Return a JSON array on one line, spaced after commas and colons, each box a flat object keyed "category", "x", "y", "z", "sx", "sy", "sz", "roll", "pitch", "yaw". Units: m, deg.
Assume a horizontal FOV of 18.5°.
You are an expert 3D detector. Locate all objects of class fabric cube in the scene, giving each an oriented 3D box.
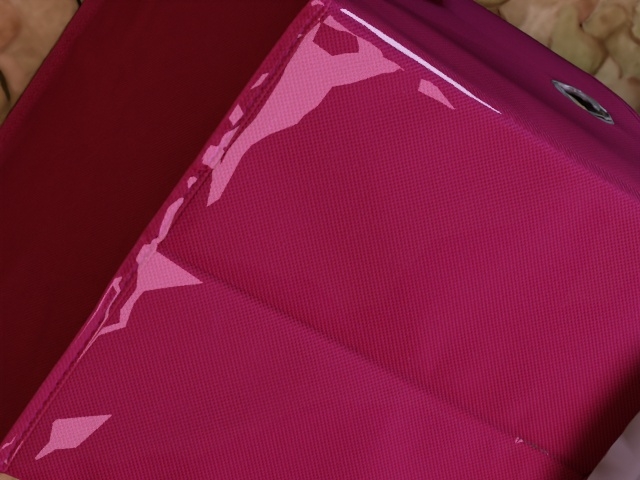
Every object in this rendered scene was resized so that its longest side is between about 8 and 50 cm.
[{"category": "fabric cube", "x": 0.000, "y": 0.000, "z": 0.947, "sx": 0.258, "sy": 0.254, "sz": 0.259, "roll": 29, "pitch": 106, "yaw": -25}]

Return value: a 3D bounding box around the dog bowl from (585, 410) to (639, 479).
[{"category": "dog bowl", "x": 0.251, "y": 0.119, "z": 0.978, "sx": 0.349, "sy": 0.102, "sz": 0.348, "roll": -36, "pitch": 153, "yaw": -21}]
